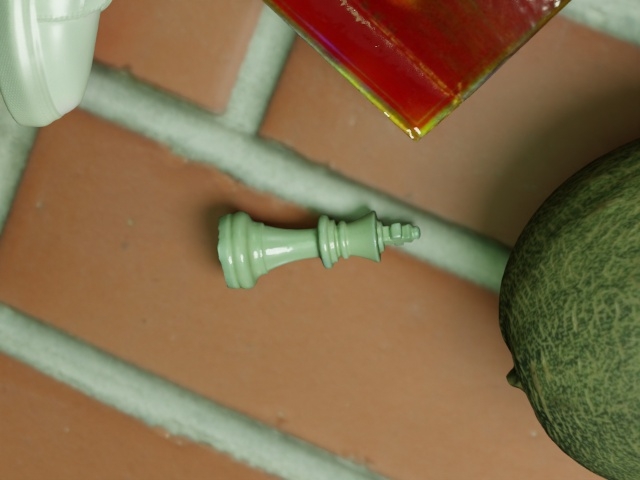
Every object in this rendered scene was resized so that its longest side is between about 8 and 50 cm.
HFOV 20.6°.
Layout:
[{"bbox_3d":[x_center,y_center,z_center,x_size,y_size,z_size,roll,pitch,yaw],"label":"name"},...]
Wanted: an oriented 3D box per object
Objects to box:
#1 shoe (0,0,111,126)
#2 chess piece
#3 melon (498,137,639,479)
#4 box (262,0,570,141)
[{"bbox_3d":[-0.142,-0.257,1.246,0.160,0.132,0.363,5,100,5],"label":"shoe"},{"bbox_3d":[0.000,0.000,1.314,0.149,0.059,0.059,-7,102,7],"label":"chess piece"},{"bbox_3d":[0.280,0.039,1.172,0.329,0.248,0.248,-20,98,11],"label":"melon"},{"bbox_3d":[0.106,-0.243,1.189,0.197,0.089,0.313,41,112,-14],"label":"box"}]
